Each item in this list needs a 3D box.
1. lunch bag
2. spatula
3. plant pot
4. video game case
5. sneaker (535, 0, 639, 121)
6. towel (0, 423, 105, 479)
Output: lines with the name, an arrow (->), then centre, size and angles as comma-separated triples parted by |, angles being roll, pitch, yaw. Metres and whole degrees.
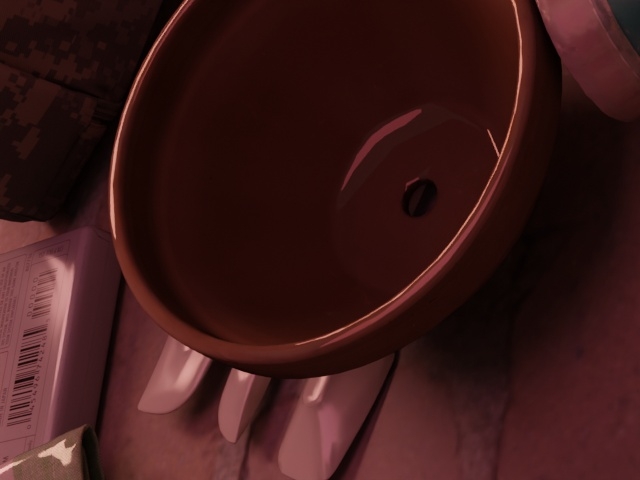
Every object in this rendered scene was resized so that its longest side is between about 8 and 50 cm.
lunch bag -> -0.246, -0.181, 1.156 | 0.256, 0.305, 0.212 | -58, 41, 13
spatula -> 0.000, 0.000, 0.996 | 0.168, 0.019, 0.242 | 15, 77, 53
plant pot -> 0.022, -0.037, 0.895 | 0.237, 0.110, 0.237 | -17, 59, 29
video game case -> -0.247, 0.173, 1.167 | 0.300, 0.036, 0.329 | -16, 59, 44
sneaker -> 0.152, -0.201, 0.869 | 0.121, 0.108, 0.302 | -29, 53, 28
towel -> -0.244, 0.268, 1.024 | 0.325, 0.038, 0.247 | -26, 55, 20
